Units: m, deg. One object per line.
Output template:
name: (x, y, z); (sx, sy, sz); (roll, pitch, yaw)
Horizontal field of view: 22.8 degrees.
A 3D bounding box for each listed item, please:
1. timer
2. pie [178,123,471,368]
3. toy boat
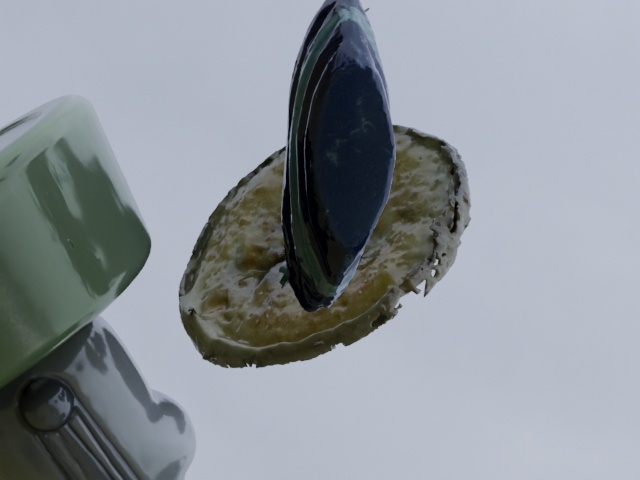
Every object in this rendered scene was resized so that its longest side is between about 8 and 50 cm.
timer: (-0.210, 0.097, 1.156); (0.290, 0.291, 0.315); (-10, -64, 57)
pie: (0.000, 0.000, 1.279); (0.274, 0.274, 0.055); (9, -36, 48)
toy boat: (-0.009, -0.072, 1.137); (0.291, 0.067, 0.221); (-137, -130, -74)
